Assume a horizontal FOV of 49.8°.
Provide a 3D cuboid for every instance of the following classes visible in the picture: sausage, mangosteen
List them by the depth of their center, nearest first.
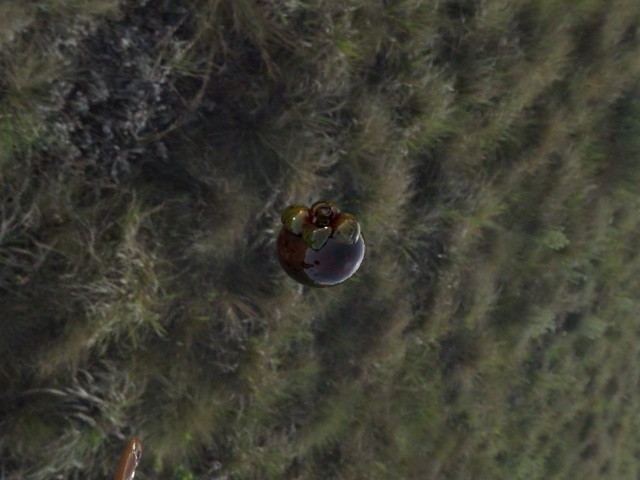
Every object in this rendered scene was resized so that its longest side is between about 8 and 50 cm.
[{"bbox_3d":[-0.357,0.428,1.254,0.036,0.042,0.158,44,36,-32],"label":"sausage"},{"bbox_3d":[0.000,0.000,1.367,0.199,0.199,0.200,-29,132,-38],"label":"mangosteen"}]
